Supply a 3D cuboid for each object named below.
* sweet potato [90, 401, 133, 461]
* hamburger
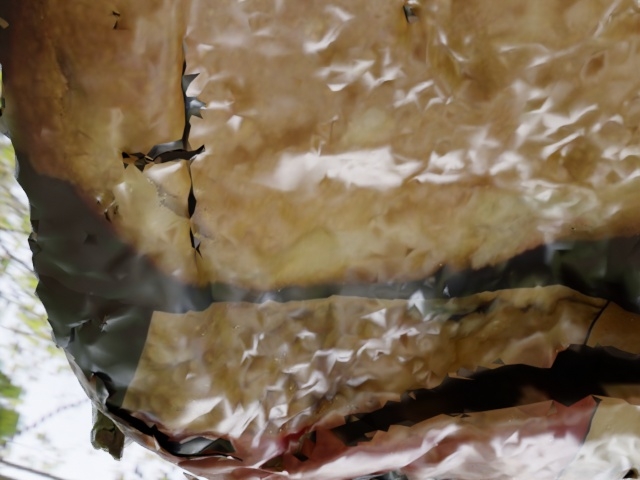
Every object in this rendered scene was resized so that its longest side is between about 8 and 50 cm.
[{"bbox_3d":[0.000,-0.002,0.593,0.075,0.269,0.075,14,-65,31],"label":"sweet potato"},{"bbox_3d":[0.041,-0.052,0.367,0.231,0.231,0.107,-28,-143,3],"label":"hamburger"}]
